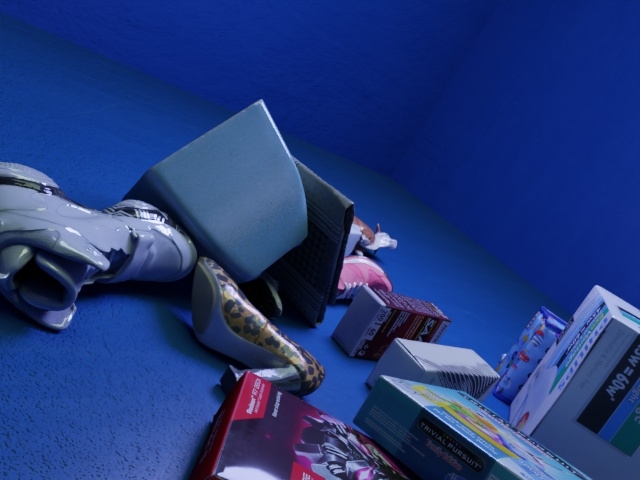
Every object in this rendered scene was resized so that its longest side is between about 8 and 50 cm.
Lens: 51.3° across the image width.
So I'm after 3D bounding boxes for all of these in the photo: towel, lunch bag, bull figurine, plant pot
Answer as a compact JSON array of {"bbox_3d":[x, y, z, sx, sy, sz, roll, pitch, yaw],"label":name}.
[{"bbox_3d":[-0.059,-0.029,1.341,0.056,0.312,0.324,-17,46,-37],"label":"towel"},{"bbox_3d":[0.591,0.337,1.576,0.293,0.221,0.138,32,15,5],"label":"lunch bag"},{"bbox_3d":[0.090,-0.026,1.999,0.310,0.101,0.188,29,16,-10],"label":"bull figurine"},{"bbox_3d":[-0.166,-0.059,1.209,0.252,0.248,0.247,55,-26,-8],"label":"plant pot"}]

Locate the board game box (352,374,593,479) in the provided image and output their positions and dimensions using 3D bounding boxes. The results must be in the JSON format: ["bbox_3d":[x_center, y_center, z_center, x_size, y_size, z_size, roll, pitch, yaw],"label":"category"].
[{"bbox_3d":[0.232,0.303,0.942,0.254,0.079,0.336,32,4,34],"label":"board game box"}]

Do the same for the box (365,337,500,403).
[{"bbox_3d":[0.223,0.267,1.285,0.275,0.113,0.094,14,24,-45],"label":"box"}]

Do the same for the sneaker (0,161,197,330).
[{"bbox_3d":[-0.317,0.031,0.943,0.366,0.137,0.210,23,24,-42],"label":"sneaker"}]

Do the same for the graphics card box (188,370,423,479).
[{"bbox_3d":[0.033,0.317,0.771,0.371,0.094,0.233,31,14,-5],"label":"graphics card box"}]

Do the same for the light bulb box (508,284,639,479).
[{"bbox_3d":[0.552,0.314,1.304,0.225,0.358,0.361,33,13,13],"label":"light bulb box"}]

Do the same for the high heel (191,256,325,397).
[{"bbox_3d":[-0.101,0.136,1.062,0.186,0.093,0.261,10,42,-41],"label":"high heel"}]

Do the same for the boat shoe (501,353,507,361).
[{"bbox_3d":[0.536,0.346,1.820,0.100,0.035,0.035,31,41,-16],"label":"boat shoe"}]

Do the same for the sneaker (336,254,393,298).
[{"bbox_3d":[0.033,0.097,1.531,0.314,0.116,0.136,23,34,-24],"label":"sneaker"}]

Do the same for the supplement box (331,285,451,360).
[{"bbox_3d":[0.152,0.182,1.382,0.239,0.130,0.073,16,21,-43],"label":"supplement box"}]

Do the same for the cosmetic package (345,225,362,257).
[{"bbox_3d":[0.000,0.000,1.704,0.085,0.117,0.231,40,16,24],"label":"cosmetic package"}]

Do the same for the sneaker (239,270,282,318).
[{"bbox_3d":[-0.101,0.096,1.296,0.075,0.057,0.161,11,21,-40],"label":"sneaker"}]
